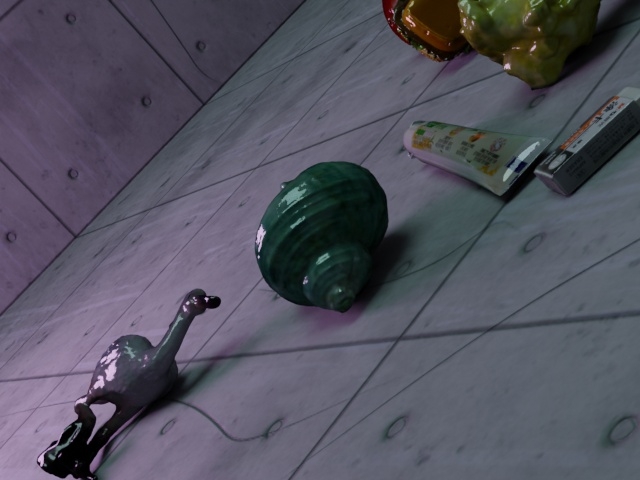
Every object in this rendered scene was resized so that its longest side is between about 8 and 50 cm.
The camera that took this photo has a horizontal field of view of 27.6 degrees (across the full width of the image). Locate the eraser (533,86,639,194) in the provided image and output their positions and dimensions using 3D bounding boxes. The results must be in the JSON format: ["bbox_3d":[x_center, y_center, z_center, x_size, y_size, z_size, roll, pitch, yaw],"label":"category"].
[{"bbox_3d":[0.259,-0.094,1.226,0.122,0.029,0.052,-43,15,0],"label":"eraser"}]

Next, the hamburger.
[{"bbox_3d":[0.187,-0.335,1.891,0.166,0.137,0.087,-45,-15,-16],"label":"hamburger"}]

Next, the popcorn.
[{"bbox_3d":[0.242,-0.264,1.498,0.142,0.173,0.173,-55,17,-6],"label":"popcorn"}]

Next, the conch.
[{"bbox_3d":[0.002,0.002,1.428,0.202,0.134,0.196,-73,-7,-53],"label":"conch"}]

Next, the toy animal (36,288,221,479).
[{"bbox_3d":[-0.222,0.164,1.608,0.324,0.090,0.195,-49,20,9],"label":"toy animal"}]

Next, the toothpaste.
[{"bbox_3d":[0.162,-0.101,1.451,0.056,0.058,0.314,-1,10,-17],"label":"toothpaste"}]

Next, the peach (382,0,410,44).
[{"bbox_3d":[0.201,-0.404,2.012,0.267,0.159,0.154,-25,28,43],"label":"peach"}]
